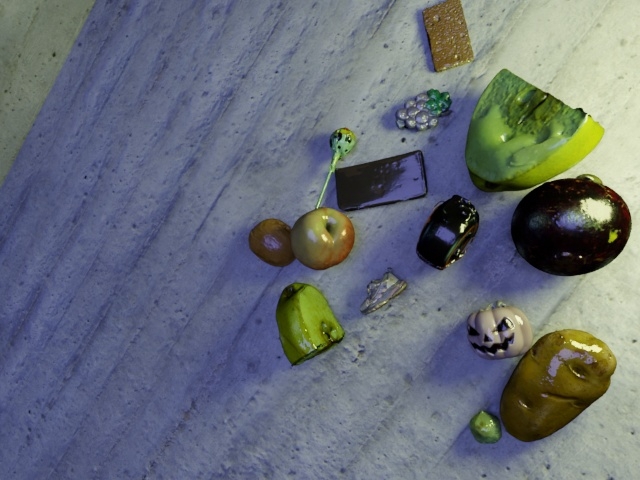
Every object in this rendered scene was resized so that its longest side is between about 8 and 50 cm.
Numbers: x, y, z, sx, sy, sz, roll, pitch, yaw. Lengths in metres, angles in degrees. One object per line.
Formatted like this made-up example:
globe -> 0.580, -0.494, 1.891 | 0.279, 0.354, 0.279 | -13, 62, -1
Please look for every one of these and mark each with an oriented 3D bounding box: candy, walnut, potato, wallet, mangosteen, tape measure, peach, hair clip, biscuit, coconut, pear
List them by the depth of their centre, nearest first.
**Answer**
mangosteen -> 0.658, -0.047, 1.115 | 0.289, 0.288, 0.287 | -2, 85, 22
potato -> 0.631, 0.401, 1.148 | 0.368, 0.196, 0.176 | -59, 33, 17
pear -> 0.560, -0.263, 1.174 | 0.318, 0.239, 0.342 | -54, 38, 26
coconut -> 0.484, 0.546, 1.229 | 0.088, 0.088, 0.095 | -18, 87, 20
tape measure -> 0.385, -0.019, 1.249 | 0.135, 0.202, 0.222 | 34, 94, 24
biscuit -> 0.418, -0.675, 1.378 | 0.131, 0.025, 0.230 | -11, 82, 20
hair clip -> 0.343, -0.424, 1.385 | 0.196, 0.052, 0.124 | -29, 86, 9
pear -> -0.069, 0.268, 1.388 | 0.164, 0.238, 0.255 | -34, 76, 23
peach -> 0.000, 0.000, 1.406 | 0.233, 0.233, 0.232 | -2, 85, 22
wallet -> 0.201, -0.197, 1.420 | 0.310, 0.042, 0.165 | -10, 81, 21
candy -> 0.041, -0.247, 1.443 | 0.091, 0.083, 0.305 | 9, 77, 50
walnut -> -0.182, 0.003, 1.535 | 0.211, 0.087, 0.167 | 31, 94, 21

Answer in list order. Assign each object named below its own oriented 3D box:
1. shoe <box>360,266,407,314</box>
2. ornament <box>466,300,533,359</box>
shoe -> 0.190, 0.167, 1.372 | 0.180, 0.089, 0.092 | -39, 74, 12
ornament -> 0.505, 0.253, 1.195 | 0.178, 0.177, 0.177 | -2, 85, 22
